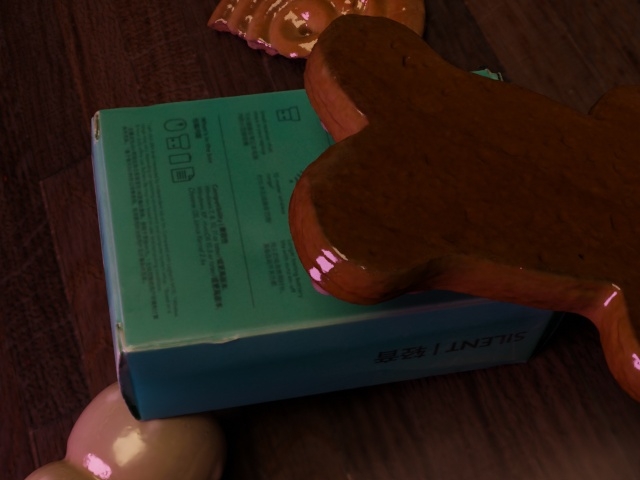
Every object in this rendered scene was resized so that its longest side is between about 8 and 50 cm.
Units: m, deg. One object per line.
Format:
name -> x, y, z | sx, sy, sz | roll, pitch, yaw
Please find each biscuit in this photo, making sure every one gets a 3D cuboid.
biscuit -> 0.008, -0.224, 1.035 | 0.224, 0.033, 0.144 | 24, 75, 30
biscuit -> 0.189, -0.001, 0.719 | 0.432, 0.064, 0.283 | 14, 45, -8

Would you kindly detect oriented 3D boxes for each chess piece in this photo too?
chess piece -> -0.183, 0.231, 0.801 | 0.167, 0.167, 0.299 | 24, 71, 31

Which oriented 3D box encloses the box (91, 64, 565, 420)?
box -> 0.000, 0.000, 0.806 | 0.311, 0.118, 0.205 | -8, 60, -9
